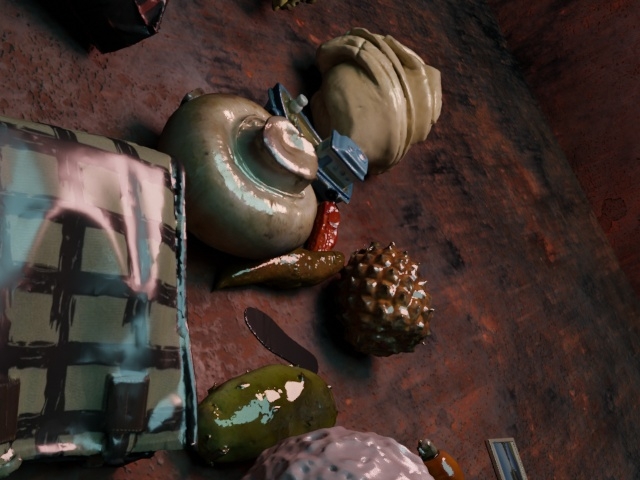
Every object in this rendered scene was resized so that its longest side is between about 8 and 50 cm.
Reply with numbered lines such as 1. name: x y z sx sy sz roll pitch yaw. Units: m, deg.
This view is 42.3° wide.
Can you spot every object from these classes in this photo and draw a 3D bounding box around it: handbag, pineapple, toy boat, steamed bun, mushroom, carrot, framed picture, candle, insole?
1. handbag: -0.266 0.053 0.764 0.325 0.162 0.327 9 63 -51
2. handbag: -0.274 -0.370 1.115 0.169 0.155 0.215 57 26 -34
3. pineapple: 0.097 0.082 1.297 0.166 0.166 0.193 31 42 -41
4. toy boat: -0.010 -0.169 1.401 0.238 0.098 0.109 46 30 -23
5. steamed bun: 0.111 -0.278 1.571 0.289 0.203 0.276 -18 81 -59
6. mushroom: -0.107 -0.093 1.109 0.255 0.184 0.255 24 53 -37
7. carrot: 0.228 0.448 1.285 0.336 0.069 0.069 63 29 -10
8. framed picture: 0.354 0.438 1.524 0.109 0.011 0.149 15 53 -52
9. candle: 0.000 0.000 1.316 0.048 0.053 0.162 75 20 -46
10. insole: -0.053 0.143 1.162 0.152 0.002 0.053 40 36 -32

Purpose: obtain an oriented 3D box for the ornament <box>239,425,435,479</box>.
1. ornament: 0.015 0.314 0.866 0.259 0.259 0.225 10 60 -53

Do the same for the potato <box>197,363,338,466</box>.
1. potato: -0.065 0.212 0.999 0.225 0.090 0.117 1 70 -49

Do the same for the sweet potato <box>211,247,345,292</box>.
1. sweet potato: -0.053 0.039 1.190 0.274 0.067 0.067 -6 70 -47

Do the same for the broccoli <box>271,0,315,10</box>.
1. broccoli: -0.084 -0.589 1.540 0.334 0.272 0.324 29 82 -52
